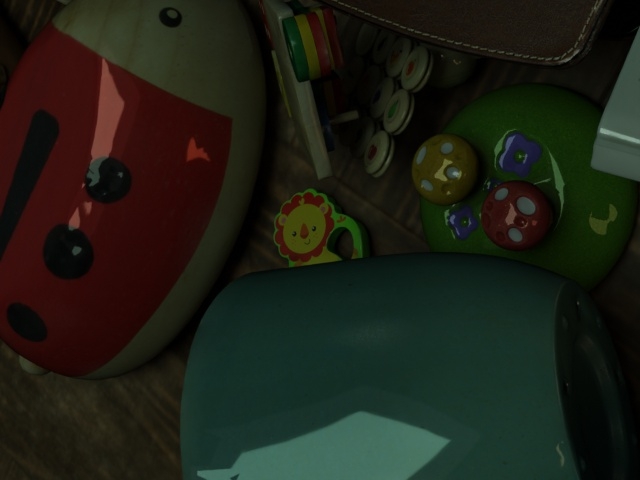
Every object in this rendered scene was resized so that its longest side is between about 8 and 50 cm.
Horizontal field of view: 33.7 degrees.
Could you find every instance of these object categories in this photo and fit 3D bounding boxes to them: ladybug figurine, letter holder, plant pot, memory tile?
[{"bbox_3d":[-0.221,-0.059,1.033,0.305,0.162,0.449,31,106,33],"label":"ladybug figurine"},{"bbox_3d":[0.122,-0.231,0.776,0.302,0.152,0.214,28,95,34],"label":"letter holder"},{"bbox_3d":[0.084,0.140,0.736,0.235,0.293,0.292,-14,79,26],"label":"plant pot"},{"bbox_3d":[0.046,-0.124,0.886,0.113,0.012,0.148,-65,24,16],"label":"memory tile"}]

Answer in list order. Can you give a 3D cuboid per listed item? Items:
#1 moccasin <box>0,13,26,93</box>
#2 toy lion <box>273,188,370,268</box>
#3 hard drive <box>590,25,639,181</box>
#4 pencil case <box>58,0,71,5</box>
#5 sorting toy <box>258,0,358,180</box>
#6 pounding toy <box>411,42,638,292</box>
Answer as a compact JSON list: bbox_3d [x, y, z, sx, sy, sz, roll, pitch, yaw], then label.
[{"bbox_3d":[-0.451,-0.232,1.219,0.139,0.147,0.380,-50,62,24],"label":"moccasin"},{"bbox_3d":[0.000,0.000,0.952,0.100,0.034,0.096,-6,77,36],"label":"toy lion"},{"bbox_3d":[0.321,-0.078,0.543,0.308,0.040,0.203,18,59,19],"label":"hard drive"},{"bbox_3d":[-0.242,-0.451,1.066,0.184,0.160,0.410,30,106,35],"label":"pencil case"},{"bbox_3d":[-0.006,-0.134,0.857,0.046,0.274,0.132,-15,110,-4],"label":"sorting toy"},{"bbox_3d":[0.134,-0.063,0.804,0.183,0.110,0.236,-4,86,36],"label":"pounding toy"}]
